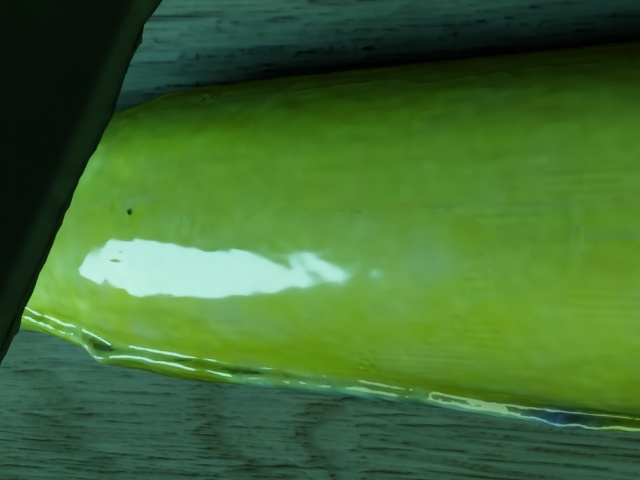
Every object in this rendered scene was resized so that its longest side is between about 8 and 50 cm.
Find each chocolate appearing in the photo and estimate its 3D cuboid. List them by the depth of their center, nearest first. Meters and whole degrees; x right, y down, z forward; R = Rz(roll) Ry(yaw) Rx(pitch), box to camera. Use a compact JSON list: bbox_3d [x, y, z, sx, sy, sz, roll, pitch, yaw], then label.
[{"bbox_3d":[0.000,0.000,0.696,0.446,0.162,0.162,-1,141,27],"label":"chocolate"}]

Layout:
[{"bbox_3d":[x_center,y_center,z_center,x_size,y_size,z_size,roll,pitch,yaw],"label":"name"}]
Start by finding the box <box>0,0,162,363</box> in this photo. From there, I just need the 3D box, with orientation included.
[{"bbox_3d":[-0.244,-0.099,0.439,0.397,0.396,0.111,21,148,-7],"label":"box"}]
